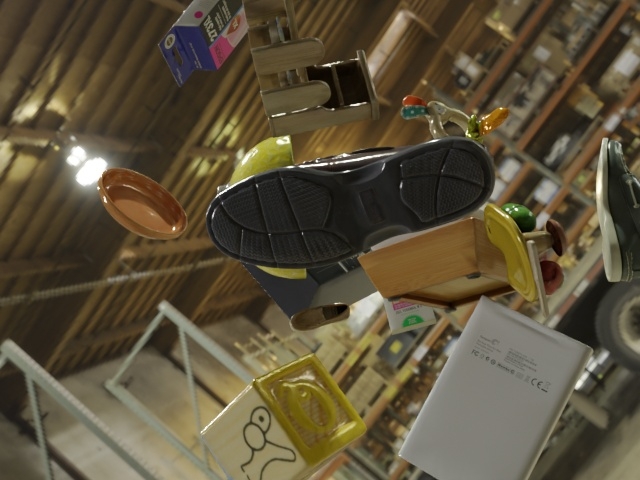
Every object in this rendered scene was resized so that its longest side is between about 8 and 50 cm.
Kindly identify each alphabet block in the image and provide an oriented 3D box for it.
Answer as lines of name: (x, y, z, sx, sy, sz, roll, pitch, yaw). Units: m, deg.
alphabet block: (-0.070, 0.359, 1.661, 0.197, 0.192, 0.193, -46, -15, 35)

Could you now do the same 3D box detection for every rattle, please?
rattle: (0.289, -0.285, 1.946, 0.130, 0.199, 0.143, -45, -3, -25)

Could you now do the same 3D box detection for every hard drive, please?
hard drive: (0.289, 0.271, 1.469, 0.308, 0.203, 0.040, -61, -25, -4)

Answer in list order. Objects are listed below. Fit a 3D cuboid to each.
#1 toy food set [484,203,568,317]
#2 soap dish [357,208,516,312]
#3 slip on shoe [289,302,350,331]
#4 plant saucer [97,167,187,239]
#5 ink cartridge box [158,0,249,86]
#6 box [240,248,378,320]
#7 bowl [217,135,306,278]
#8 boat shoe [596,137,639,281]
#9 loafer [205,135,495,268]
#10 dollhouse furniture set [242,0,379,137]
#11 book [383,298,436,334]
toy food set: (0.291, 0.012, 1.199, 0.071, 0.128, 0.218, -19, 20, -2)
soap dish: (0.239, 0.041, 1.556, 0.229, 0.118, 0.291, -19, -19, 32)
slip on shoe: (0.000, 0.164, 1.918, 0.135, 0.051, 0.041, -8, -26, -9)
plant saucer: (-0.361, -0.068, 1.774, 0.037, 0.200, 0.200, -52, -10, 22)
ink cartridge box: (-0.231, -0.539, 2.096, 0.371, 0.069, 0.176, -54, -21, -15)
box: (0.000, 0.000, 2.156, 0.343, 0.312, 0.179, -24, -29, -38)
bowl: (-0.119, -0.060, 1.745, 0.156, 0.290, 0.289, -6, -17, -1)
boat shoe: (0.580, -0.062, 1.672, 0.116, 0.099, 0.319, 72, -160, -53)
loafer: (0.033, -0.042, 0.914, 0.302, 0.109, 0.095, -12, 12, 18)
dollhouse furniture set: (-0.013, -0.272, 1.232, 0.161, 0.212, 0.242, -12, -34, 0)
book: (0.181, 0.122, 1.875, 0.096, 0.144, 0.035, -16, -34, 4)
